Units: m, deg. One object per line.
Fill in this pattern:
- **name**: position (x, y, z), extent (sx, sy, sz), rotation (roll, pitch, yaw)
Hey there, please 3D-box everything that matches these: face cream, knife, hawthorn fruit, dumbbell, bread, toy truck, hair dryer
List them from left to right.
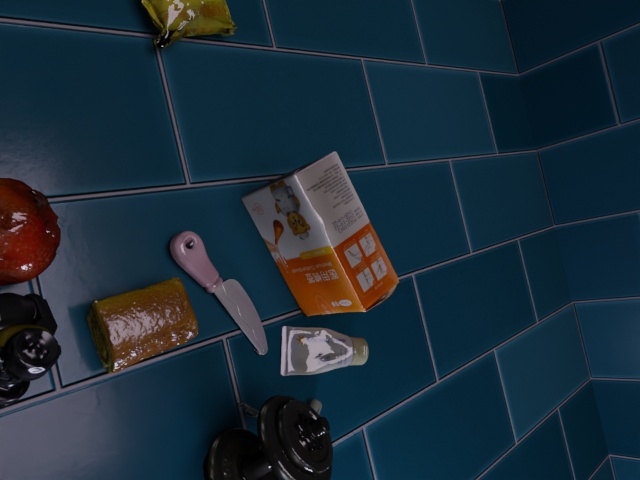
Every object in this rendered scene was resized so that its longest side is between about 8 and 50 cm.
- **toy truck**: position (-0.513, 0.151, 0.778), extent (0.224, 0.147, 0.165), rotation (11, 49, -50)
- **hawthorn fruit**: position (-0.502, -0.013, 0.813), extent (0.179, 0.173, 0.173), rotation (11, 73, -40)
- **bread**: position (-0.325, 0.152, 0.966), extent (0.172, 0.103, 0.132), rotation (-18, 87, -42)
- **knife**: position (-0.205, 0.114, 1.136), extent (0.336, 0.043, 0.081), rotation (57, 44, -25)
- **dumbbell**: position (-0.096, 0.419, 1.007), extent (0.192, 0.290, 0.192), rotation (43, 21, -22)
- **hair dryer**: position (-0.077, 0.391, 1.182), extent (0.199, 0.067, 0.167), rotation (51, 42, -3)
- **face cream**: position (0.006, 0.268, 1.268), extent (0.224, 0.070, 0.114), rotation (8, 75, -31)

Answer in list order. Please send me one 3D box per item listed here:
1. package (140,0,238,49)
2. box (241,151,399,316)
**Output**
- **package**: position (-0.293, -0.512, 1.149), extent (0.226, 0.090, 0.168), rotation (-27, 102, -39)
- **box**: position (0.000, 0.000, 1.204), extent (0.143, 0.225, 0.341), rotation (-37, 104, -38)
